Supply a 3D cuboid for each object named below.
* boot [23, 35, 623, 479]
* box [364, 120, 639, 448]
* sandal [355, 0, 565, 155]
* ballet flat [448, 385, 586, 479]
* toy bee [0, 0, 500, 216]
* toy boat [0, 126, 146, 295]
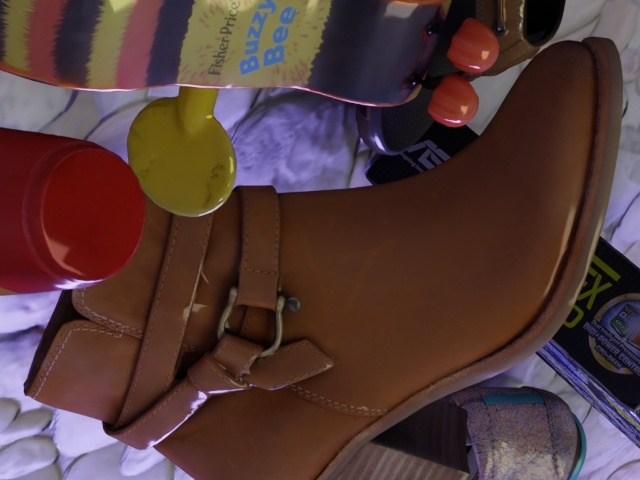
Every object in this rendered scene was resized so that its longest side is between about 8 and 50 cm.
[{"bbox_3d":[0.000,0.000,0.923,0.220,0.109,0.283,22,115,-10],"label":"boot"},{"bbox_3d":[0.159,0.054,1.099,0.060,0.216,0.270,-47,145,0],"label":"box"},{"bbox_3d":[0.101,-0.128,0.991,0.219,0.060,0.090,-44,146,-4],"label":"sandal"},{"bbox_3d":[0.060,0.224,1.288,0.106,0.107,0.316,13,111,-30],"label":"ballet flat"},{"bbox_3d":[-0.009,-0.110,0.804,0.298,0.162,0.195,-29,140,-24],"label":"toy bee"},{"bbox_3d":[-0.122,-0.136,0.637,0.267,0.148,0.318,-3,94,-44],"label":"toy boat"}]
